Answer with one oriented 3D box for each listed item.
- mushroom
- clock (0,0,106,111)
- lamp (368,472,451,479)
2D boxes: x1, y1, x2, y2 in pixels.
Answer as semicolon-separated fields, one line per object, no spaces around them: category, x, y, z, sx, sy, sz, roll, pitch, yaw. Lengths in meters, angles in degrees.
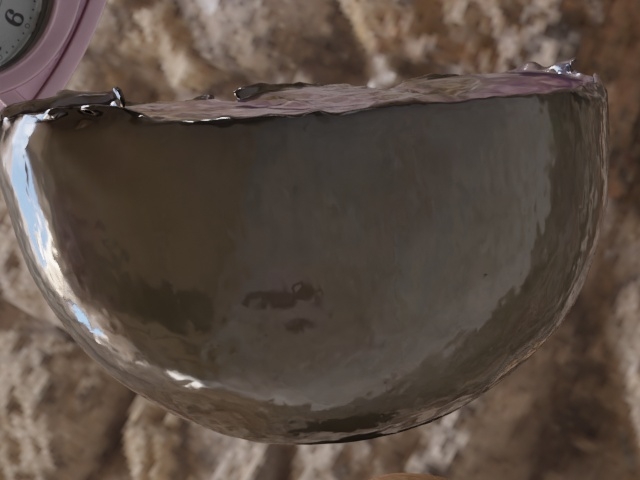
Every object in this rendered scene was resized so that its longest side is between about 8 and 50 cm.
mushroom;0.000;0.000;0.474;0.188;0.141;0.117;-3;-94;-27
clock;-0.292;-0.254;1.291;0.275;0.080;0.290;31;-101;-26
lamp;0.053;0.198;0.917;0.136;0.136;0.136;-36;-41;-38
